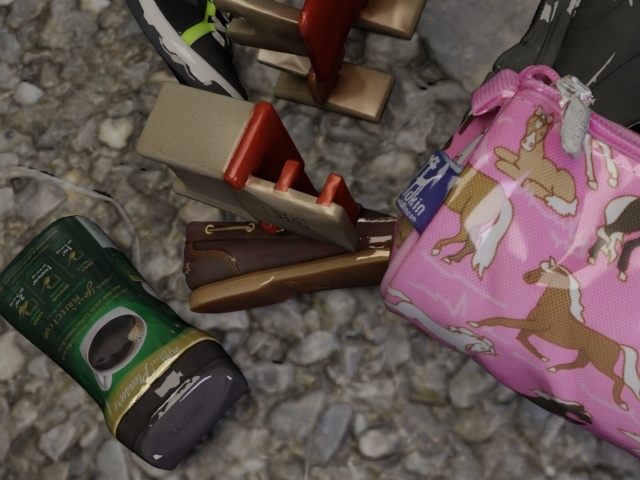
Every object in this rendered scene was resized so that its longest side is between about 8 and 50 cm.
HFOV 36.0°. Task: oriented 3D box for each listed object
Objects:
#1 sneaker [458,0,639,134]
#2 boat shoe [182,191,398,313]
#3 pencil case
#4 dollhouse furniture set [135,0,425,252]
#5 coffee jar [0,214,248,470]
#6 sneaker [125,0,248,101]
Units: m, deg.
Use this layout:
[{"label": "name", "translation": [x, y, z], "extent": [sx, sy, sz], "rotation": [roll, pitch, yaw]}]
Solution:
[{"label": "sneaker", "translation": [0.202, -0.137, 0.683], "extent": [0.130, 0.109, 0.286], "rotation": [28, 87, 11]}, {"label": "boat shoe", "translation": [0.000, 0.000, 0.689], "extent": [0.207, 0.073, 0.073], "rotation": [-9, 73, 11]}, {"label": "pencil case", "translation": [0.224, 0.055, 0.540], "extent": [0.386, 0.167, 0.160], "rotation": [30, 76, 8]}, {"label": "dollhouse furniture set", "translation": [0.001, -0.136, 0.635], "extent": [0.135, 0.262, 0.259], "rotation": [18, 77, 16]}, {"label": "coffee jar", "translation": [-0.141, 0.072, 0.697], "extent": [0.184, 0.079, 0.096], "rotation": [41, 83, 23]}, {"label": "sneaker", "translation": [-0.103, -0.200, 0.776], "extent": [0.097, 0.084, 0.234], "rotation": [-32, 68, 0]}]
